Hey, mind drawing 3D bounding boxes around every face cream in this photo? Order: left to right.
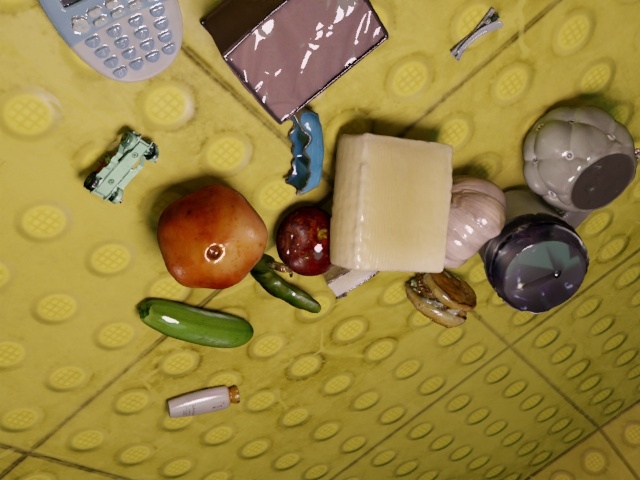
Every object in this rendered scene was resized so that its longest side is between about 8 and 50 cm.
[{"bbox_3d":[-0.296,0.410,1.782,0.182,0.051,0.072,-8,129,-22],"label":"face cream"}]

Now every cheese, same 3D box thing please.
[{"bbox_3d":[0.145,-0.073,1.423,0.243,0.124,0.265,3,93,-27],"label":"cheese"}]

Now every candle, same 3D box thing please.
[{"bbox_3d":[0.473,0.005,1.635,0.221,0.342,0.221,0,115,0],"label":"candle"}]

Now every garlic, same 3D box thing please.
[{"bbox_3d":[0.307,-0.052,1.564,0.152,0.228,0.228,32,112,-18],"label":"garlic"}]

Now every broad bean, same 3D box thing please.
[{"bbox_3d":[-0.088,0.093,1.547,0.049,0.144,0.292,-61,158,-15],"label":"broad bean"}]

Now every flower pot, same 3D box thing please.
[{"bbox_3d":[0.575,-0.186,1.575,0.246,0.195,0.246,-14,136,-14],"label":"flower pot"}]

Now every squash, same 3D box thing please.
[{"bbox_3d":[-0.271,0.193,1.573,0.292,0.082,0.082,19,119,-38],"label":"squash"}]

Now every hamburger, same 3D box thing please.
[{"bbox_3d":[0.296,0.141,1.760,0.113,0.177,0.185,-50,160,29],"label":"hamburger"}]

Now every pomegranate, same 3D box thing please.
[{"bbox_3d":[-0.211,-0.005,1.340,0.209,0.209,0.209,-14,135,-15],"label":"pomegranate"}]

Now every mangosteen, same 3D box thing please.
[{"bbox_3d":[-0.007,0.009,1.496,0.181,0.156,0.145,24,93,-55],"label":"mangosteen"}]

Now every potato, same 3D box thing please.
[{"bbox_3d":[0.067,0.074,1.641,0.122,0.086,0.061,-34,123,7],"label":"potato"}]

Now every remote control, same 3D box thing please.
[{"bbox_3d":[0.693,-0.087,1.851,0.077,0.022,0.245,22,117,-38],"label":"remote control"}]

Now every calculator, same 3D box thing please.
[{"bbox_3d":[-0.319,-0.369,1.058,0.188,0.042,0.302,-25,137,-2],"label":"calculator"}]

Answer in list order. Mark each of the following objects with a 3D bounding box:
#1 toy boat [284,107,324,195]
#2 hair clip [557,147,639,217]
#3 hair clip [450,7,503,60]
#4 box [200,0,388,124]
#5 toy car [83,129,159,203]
[{"bbox_3d":[-0.042,-0.176,1.353,0.077,0.075,0.185,-16,133,-26],"label":"toy boat"},{"bbox_3d":[0.677,-0.147,1.753,0.106,0.084,0.292,14,127,-42],"label":"hair clip"},{"bbox_3d":[0.303,-0.394,1.358,0.115,0.039,0.030,-43,129,18],"label":"hair clip"},{"bbox_3d":[-0.038,-0.348,1.143,0.252,0.153,0.188,-35,136,8],"label":"box"},{"bbox_3d":[-0.356,-0.133,1.249,0.143,0.054,0.073,-47,135,12],"label":"toy car"}]
